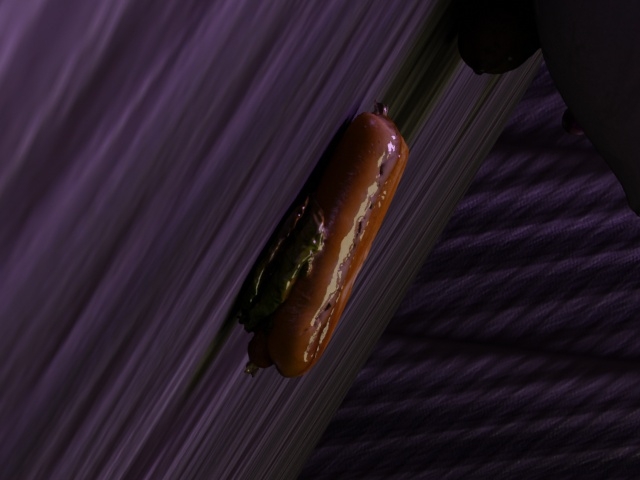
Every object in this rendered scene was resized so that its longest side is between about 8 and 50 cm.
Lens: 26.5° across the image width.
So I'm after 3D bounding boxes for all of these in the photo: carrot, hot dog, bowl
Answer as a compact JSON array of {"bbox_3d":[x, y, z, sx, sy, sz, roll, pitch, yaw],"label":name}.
[{"bbox_3d":[0.156,-0.172,0.897,0.070,0.070,0.342,-62,171,32],"label":"carrot"},{"bbox_3d":[0.000,0.000,0.591,0.056,0.041,0.133,42,71,-84],"label":"hot dog"},{"bbox_3d":[0.193,-0.180,0.735,0.313,0.146,0.313,-59,172,-13],"label":"bowl"}]

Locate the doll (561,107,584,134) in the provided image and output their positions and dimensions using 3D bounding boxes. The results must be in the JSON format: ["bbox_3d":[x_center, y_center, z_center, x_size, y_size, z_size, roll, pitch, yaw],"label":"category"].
[{"bbox_3d":[0.336,-0.259,1.253,0.318,0.209,0.340,-61,173,-12],"label":"doll"}]
